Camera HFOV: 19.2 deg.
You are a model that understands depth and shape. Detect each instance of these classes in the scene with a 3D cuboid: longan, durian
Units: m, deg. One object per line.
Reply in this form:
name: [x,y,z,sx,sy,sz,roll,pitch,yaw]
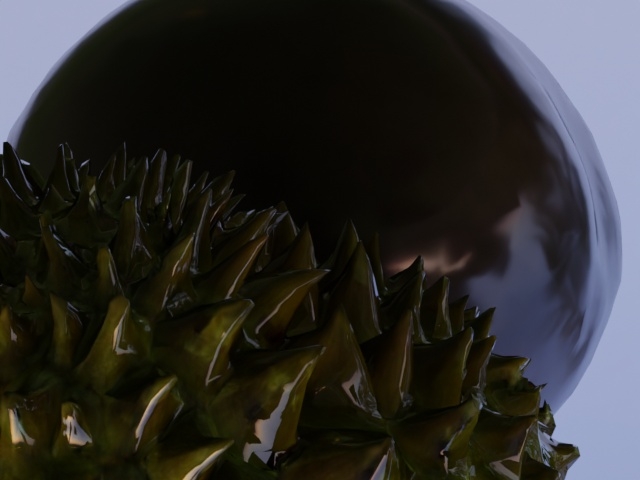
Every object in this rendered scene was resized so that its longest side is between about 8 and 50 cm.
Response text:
longan: [0.000,0.000,0.687,0.248,0.248,0.248,-13,-149,8]
durian: [-0.056,0.115,0.467,0.291,0.291,0.225,-28,-149,-16]
